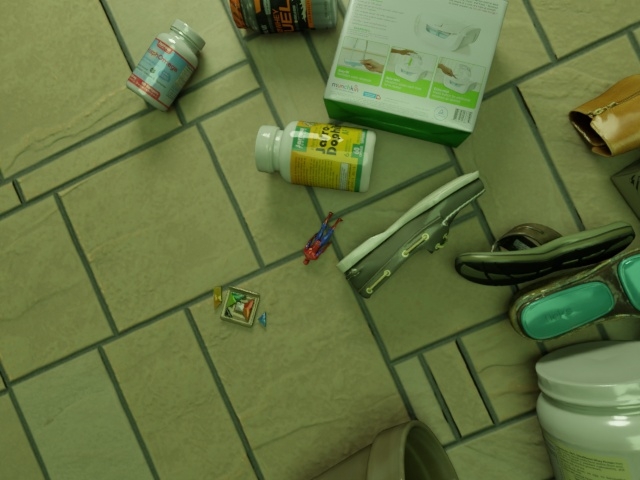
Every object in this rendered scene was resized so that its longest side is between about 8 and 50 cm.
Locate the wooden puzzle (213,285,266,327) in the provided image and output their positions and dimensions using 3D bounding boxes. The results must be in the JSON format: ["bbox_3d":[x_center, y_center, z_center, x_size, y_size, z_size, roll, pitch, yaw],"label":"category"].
[{"bbox_3d":[-0.163,0.133,0.842,0.117,0.014,0.078,8,91,4],"label":"wooden puzzle"}]

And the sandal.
[{"bbox_3d":[0.391,0.013,0.759,0.303,0.120,0.086,-13,61,3],"label":"sandal"}]

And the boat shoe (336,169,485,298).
[{"bbox_3d":[0.174,-0.010,0.769,0.305,0.109,0.091,-37,88,10],"label":"boat shoe"}]

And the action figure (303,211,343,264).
[{"bbox_3d":[0.000,0.000,0.820,0.038,0.030,0.115,36,98,9],"label":"action figure"}]

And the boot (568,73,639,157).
[{"bbox_3d":[0.570,-0.186,0.668,0.211,0.295,0.104,-30,126,8],"label":"boot"}]

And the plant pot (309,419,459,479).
[{"bbox_3d":[0.084,0.502,0.702,0.281,0.323,0.322,-26,88,21],"label":"plant pot"}]

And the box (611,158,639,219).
[{"bbox_3d":[0.652,-0.033,0.731,0.113,0.094,0.275,-35,87,5],"label":"box"}]

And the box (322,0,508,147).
[{"bbox_3d":[0.162,-0.319,0.755,0.262,0.127,0.230,14,91,5],"label":"box"}]

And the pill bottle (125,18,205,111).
[{"bbox_3d":[-0.296,-0.338,0.814,0.087,0.087,0.160,35,93,4],"label":"pill bottle"}]

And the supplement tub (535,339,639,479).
[{"bbox_3d":[0.497,0.349,0.676,0.236,0.235,0.324,-15,89,5],"label":"supplement tub"}]

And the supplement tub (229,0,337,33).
[{"bbox_3d":[-0.066,-0.450,0.779,0.191,0.117,0.116,-2,90,6],"label":"supplement tub"}]

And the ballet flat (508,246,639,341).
[{"bbox_3d":[0.501,0.083,0.729,0.349,0.123,0.123,-20,89,13],"label":"ballet flat"}]

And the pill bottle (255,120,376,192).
[{"bbox_3d":[-0.008,-0.157,0.775,0.209,0.117,0.117,9,91,5],"label":"pill bottle"}]
